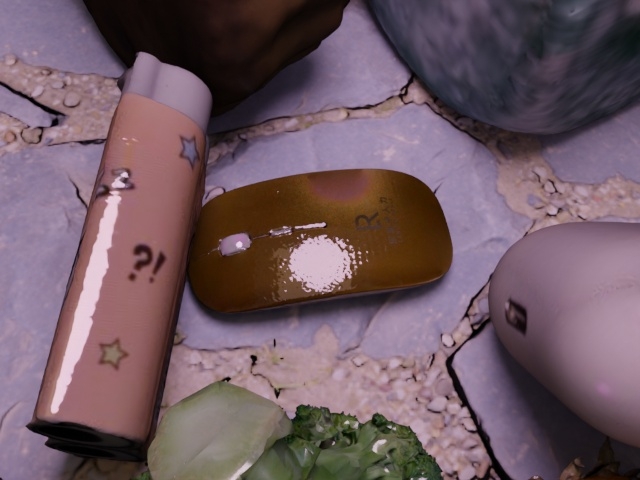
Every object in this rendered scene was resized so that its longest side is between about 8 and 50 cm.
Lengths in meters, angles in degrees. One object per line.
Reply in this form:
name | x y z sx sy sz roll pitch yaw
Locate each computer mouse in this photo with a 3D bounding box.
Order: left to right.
computer mouse | 0.000 0.000 0.661 0.245 0.056 0.126 -7 64 -5

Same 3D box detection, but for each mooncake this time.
mooncake | -0.115 -0.287 0.653 0.187 0.324 0.324 -35 71 -23

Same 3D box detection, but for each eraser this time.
eraser | -0.150 0.018 0.580 0.087 0.171 0.290 10 64 -7

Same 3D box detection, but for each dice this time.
dice | 0.242 -0.328 0.681 0.348 0.328 0.330 -28 69 -15

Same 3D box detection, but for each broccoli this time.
broccoli | -0.034 0.199 0.450 0.270 0.270 0.270 -9 41 8

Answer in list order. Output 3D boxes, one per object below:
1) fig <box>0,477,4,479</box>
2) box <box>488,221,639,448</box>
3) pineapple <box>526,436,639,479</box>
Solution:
fig | -0.327 0.176 0.536 0.177 0.117 0.117 13 63 -15
box | 0.315 0.063 0.530 0.349 0.289 0.141 2 95 -2
pineapple | 0.293 0.260 0.424 0.209 0.286 0.344 -22 69 -13
